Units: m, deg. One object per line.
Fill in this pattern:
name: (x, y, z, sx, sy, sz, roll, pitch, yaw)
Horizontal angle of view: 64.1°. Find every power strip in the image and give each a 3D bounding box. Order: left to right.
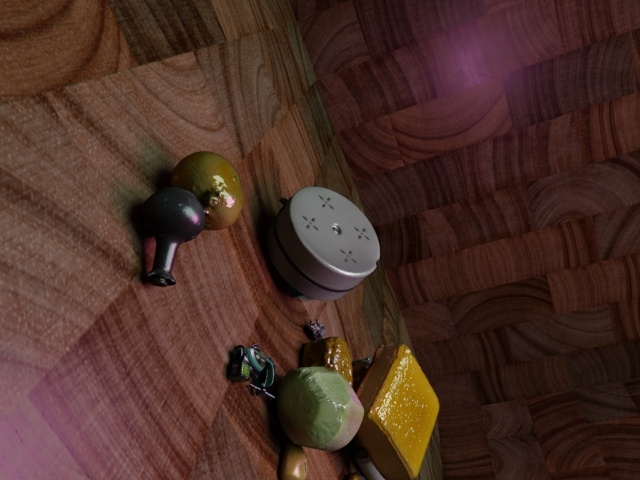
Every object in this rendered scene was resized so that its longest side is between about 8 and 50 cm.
power strip: (0.000, 0.000, 1.580, 0.357, 0.161, 0.358, 24, 43, -24)

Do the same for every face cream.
face cream: (0.172, 0.772, 1.797, 0.092, 0.092, 0.312, -86, 154, -51)

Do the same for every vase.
vase: (-0.283, -0.004, 0.953, 0.120, 0.120, 0.183, 47, 45, -59)

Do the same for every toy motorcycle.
toy motorcycle: (-0.152, 0.302, 1.192, 0.173, 0.058, 0.100, 52, 33, -51)

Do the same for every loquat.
loquat: (-0.240, -0.101, 1.085, 0.204, 0.149, 0.172, -127, -160, -67)

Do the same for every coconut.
coconut: (0.000, 0.431, 1.315, 0.236, 0.235, 0.205, 45, 49, -61)

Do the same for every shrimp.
shrimp: (-0.017, 0.291, 1.681, 0.165, 0.056, 0.065, 67, 29, -61)

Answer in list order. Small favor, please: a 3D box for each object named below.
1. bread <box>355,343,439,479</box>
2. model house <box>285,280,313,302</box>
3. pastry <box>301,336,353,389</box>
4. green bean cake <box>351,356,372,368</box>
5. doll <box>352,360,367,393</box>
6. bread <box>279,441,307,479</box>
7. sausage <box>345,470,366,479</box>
bread: (0.249, 0.558, 1.682, 0.324, 0.143, 0.333, 60, 40, -19)
model house: (-0.050, 0.120, 1.656, 0.149, 0.100, 0.127, 40, 36, -61)
pastry: (0.033, 0.417, 1.580, 0.240, 0.131, 0.235, 53, 25, -52)
green bean cake: (0.185, 0.591, 2.000, 0.208, 0.107, 0.194, -70, 142, -63)
doll: (0.152, 0.563, 1.804, 0.270, 0.162, 0.167, 55, 53, -19)
bread: (-0.060, 0.554, 1.256, 0.115, 0.056, 0.082, -72, 144, -64)
sausage: (0.087, 0.794, 1.500, 0.371, 0.082, 0.082, -37, 111, -74)
